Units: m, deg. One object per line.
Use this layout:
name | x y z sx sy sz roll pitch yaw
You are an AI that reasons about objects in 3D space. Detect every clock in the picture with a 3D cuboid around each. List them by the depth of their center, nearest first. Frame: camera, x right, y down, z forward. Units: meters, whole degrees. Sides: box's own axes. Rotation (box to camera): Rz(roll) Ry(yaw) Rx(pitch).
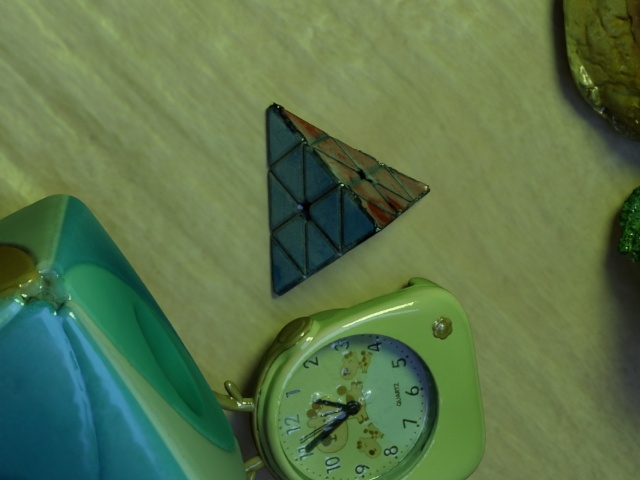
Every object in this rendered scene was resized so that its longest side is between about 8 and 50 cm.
clock | 0.024 0.180 1.518 0.308 0.096 0.235 -13 106 -15

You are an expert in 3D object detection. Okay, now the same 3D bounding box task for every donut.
donut | 0.431 -0.258 1.524 0.330 0.160 0.330 -6 104 -25

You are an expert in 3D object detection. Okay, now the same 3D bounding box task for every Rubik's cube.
Rubik's cube | -0.287 0.196 1.261 0.352 0.347 0.351 -33 107 2
Rubik's cube | 0.000 0.000 1.456 0.211 0.190 0.178 27 110 -17

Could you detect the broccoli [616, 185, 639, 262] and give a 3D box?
broccoli | 0.484 0.038 1.574 0.308 0.275 0.308 8 55 -11
